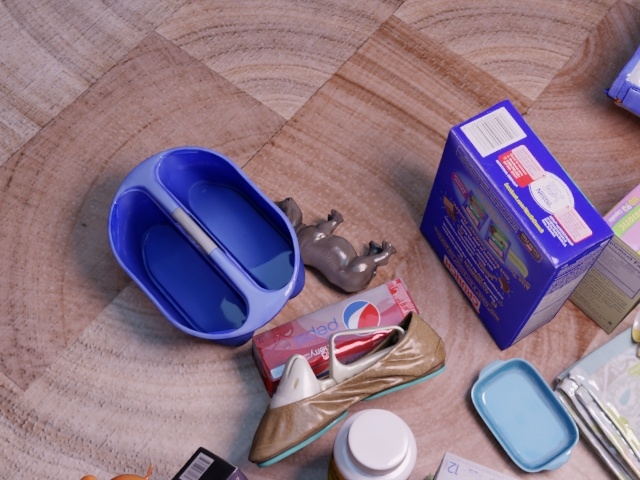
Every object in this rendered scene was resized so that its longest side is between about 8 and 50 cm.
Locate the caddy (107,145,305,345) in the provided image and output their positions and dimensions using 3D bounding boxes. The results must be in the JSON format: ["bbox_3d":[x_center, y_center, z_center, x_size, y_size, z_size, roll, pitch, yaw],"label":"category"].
[{"bbox_3d":[-0.178,0.010,1.507,0.241,0.179,0.341,-43,71,-6],"label":"caddy"}]

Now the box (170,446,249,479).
[{"bbox_3d":[-0.176,0.446,1.294,0.103,0.184,0.261,13,54,49],"label":"box"}]

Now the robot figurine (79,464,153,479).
[{"bbox_3d":[-0.299,0.417,1.340,0.219,0.128,0.158,-39,70,-21],"label":"robot figurine"}]

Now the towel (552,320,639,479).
[{"bbox_3d":[0.594,0.258,1.502,0.374,0.090,0.320,-30,70,-17],"label":"towel"}]

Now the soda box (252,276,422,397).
[{"bbox_3d":[0.025,0.155,1.518,0.263,0.092,0.083,-21,67,-13],"label":"soda box"}]

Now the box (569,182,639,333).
[{"bbox_3d":[0.522,0.003,1.542,0.213,0.243,0.117,-39,71,-20],"label":"box"}]

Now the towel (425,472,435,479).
[{"bbox_3d":[0.188,0.429,1.419,0.110,0.027,0.148,16,62,6],"label":"towel"}]

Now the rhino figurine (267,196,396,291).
[{"bbox_3d":[0.000,0.000,1.609,0.243,0.073,0.106,32,76,16],"label":"rhino figurine"}]

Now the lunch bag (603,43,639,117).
[{"bbox_3d":[0.728,-0.297,1.720,0.327,0.239,0.385,33,58,11],"label":"lunch bag"}]

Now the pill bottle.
[{"bbox_3d":[0.073,0.314,1.367,0.117,0.215,0.117,1,62,-3],"label":"pill bottle"}]

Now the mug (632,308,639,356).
[{"bbox_3d":[0.524,0.142,1.481,0.064,0.078,0.062,18,31,-5],"label":"mug"}]

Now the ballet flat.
[{"bbox_3d":[0.026,0.204,1.418,0.342,0.116,0.124,-26,96,-12],"label":"ballet flat"}]

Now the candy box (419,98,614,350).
[{"bbox_3d":[0.290,-0.015,1.496,0.122,0.317,0.268,-26,68,-17],"label":"candy box"}]

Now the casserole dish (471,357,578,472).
[{"bbox_3d":[0.318,0.273,1.491,0.114,0.037,0.188,-34,69,-1],"label":"casserole dish"}]

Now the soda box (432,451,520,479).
[{"bbox_3d":[0.289,0.398,1.334,0.286,0.098,0.091,20,63,10],"label":"soda box"}]
